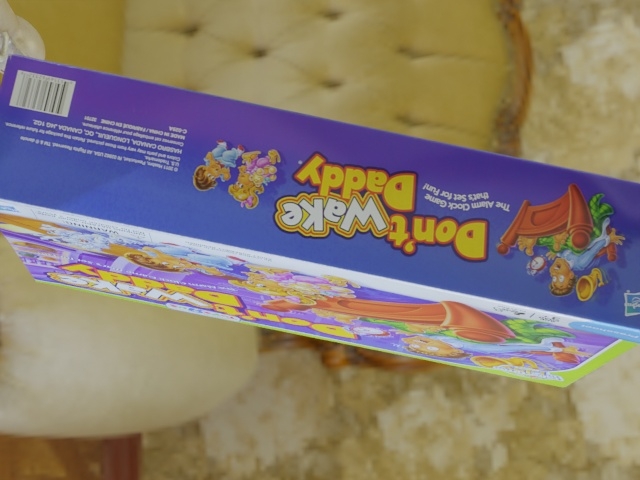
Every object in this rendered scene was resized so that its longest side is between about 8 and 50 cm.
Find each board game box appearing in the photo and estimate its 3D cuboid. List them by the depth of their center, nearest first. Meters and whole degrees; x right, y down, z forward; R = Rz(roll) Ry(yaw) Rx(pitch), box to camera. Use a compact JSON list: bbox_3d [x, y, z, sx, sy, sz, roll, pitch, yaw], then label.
[{"bbox_3d":[0.000,0.000,0.887,0.233,0.347,0.078,100,1,-78],"label":"board game box"}]

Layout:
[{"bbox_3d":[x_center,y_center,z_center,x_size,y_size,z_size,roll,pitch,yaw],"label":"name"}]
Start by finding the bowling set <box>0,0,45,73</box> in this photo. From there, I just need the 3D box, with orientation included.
[{"bbox_3d":[-0.337,-0.187,1.058,0.287,0.200,0.154,58,5,31],"label":"bowling set"}]
